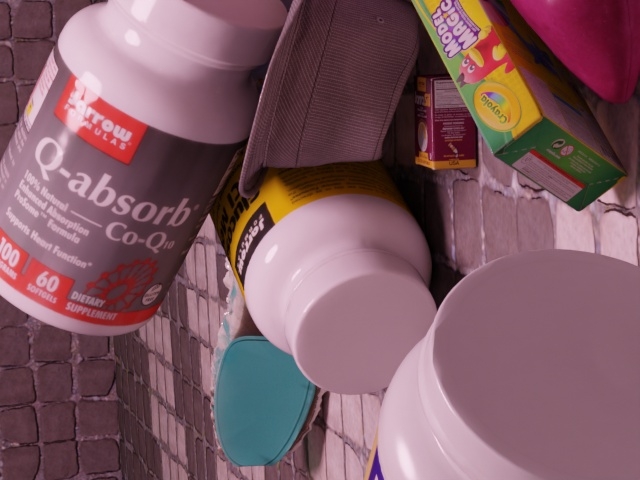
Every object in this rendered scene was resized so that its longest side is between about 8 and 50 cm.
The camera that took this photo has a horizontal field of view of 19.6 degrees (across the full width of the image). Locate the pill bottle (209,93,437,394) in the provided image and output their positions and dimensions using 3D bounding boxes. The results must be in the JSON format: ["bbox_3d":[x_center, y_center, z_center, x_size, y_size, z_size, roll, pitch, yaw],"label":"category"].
[{"bbox_3d":[0.000,0.000,1.846,0.334,0.188,0.188,-116,27,-54],"label":"pill bottle"}]

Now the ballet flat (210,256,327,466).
[{"bbox_3d":[-0.046,0.080,2.222,0.147,0.147,0.408,-119,32,-57],"label":"ballet flat"}]

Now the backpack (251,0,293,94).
[{"bbox_3d":[-0.089,-0.267,1.995,0.263,0.213,0.276,-45,-13,-48],"label":"backpack"}]

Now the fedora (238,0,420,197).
[{"bbox_3d":[0.019,-0.150,1.725,0.275,0.124,0.243,-74,0,-59],"label":"fedora"}]

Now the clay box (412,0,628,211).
[{"bbox_3d":[0.137,-0.135,1.383,0.053,0.127,0.222,-39,51,20],"label":"clay box"}]

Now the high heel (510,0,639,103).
[{"bbox_3d":[0.143,-0.226,1.403,0.377,0.127,0.181,-123,25,-69],"label":"high heel"}]

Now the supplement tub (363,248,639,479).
[{"bbox_3d":[0.145,0.192,1.264,0.331,0.241,0.241,101,159,-45],"label":"supplement tub"}]

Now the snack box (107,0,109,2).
[{"bbox_3d":[-0.172,-0.447,2.302,0.187,0.060,0.322,101,-169,-45],"label":"snack box"}]

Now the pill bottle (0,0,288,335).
[{"bbox_3d":[-0.187,-0.103,1.818,0.363,0.210,0.210,-61,30,25],"label":"pill bottle"}]

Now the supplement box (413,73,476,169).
[{"bbox_3d":[0.113,-0.108,1.678,0.055,0.043,0.083,-153,61,-74],"label":"supplement box"}]
